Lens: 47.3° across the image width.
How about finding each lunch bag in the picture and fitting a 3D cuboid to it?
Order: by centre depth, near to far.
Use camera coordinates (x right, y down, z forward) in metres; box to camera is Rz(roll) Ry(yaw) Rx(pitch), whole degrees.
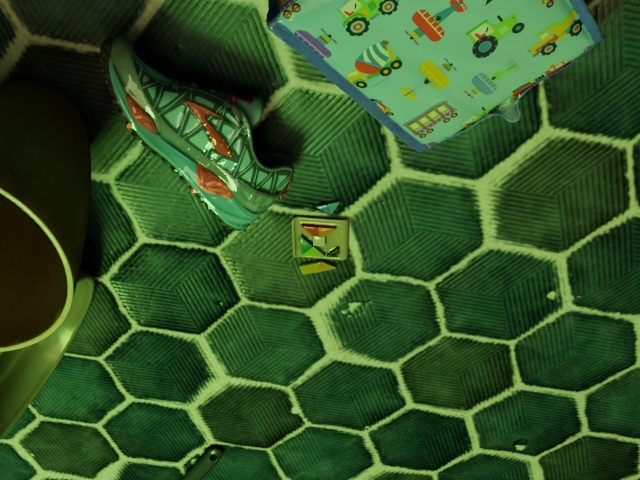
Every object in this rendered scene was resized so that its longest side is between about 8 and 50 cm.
[{"bbox_3d":[0.123,-0.209,0.702,0.221,0.138,0.293,-33,130,24],"label":"lunch bag"}]

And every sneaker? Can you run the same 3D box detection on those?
[{"bbox_3d":[-0.126,-0.136,0.805,0.125,0.104,0.262,-36,125,9],"label":"sneaker"}]

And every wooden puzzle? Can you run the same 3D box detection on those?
[{"bbox_3d":[0.000,0.000,0.944,0.078,0.014,0.116,-4,129,7],"label":"wooden puzzle"}]

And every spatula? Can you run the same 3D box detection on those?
[{"bbox_3d":[-0.259,0.453,1.328,0.084,0.030,0.296,30,125,-21],"label":"spatula"}]

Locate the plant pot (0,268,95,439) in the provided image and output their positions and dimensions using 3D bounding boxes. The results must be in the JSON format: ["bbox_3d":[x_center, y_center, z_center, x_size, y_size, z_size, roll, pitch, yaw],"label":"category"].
[{"bbox_3d":[-0.491,0.103,0.906,0.280,0.323,0.323,34,126,-1],"label":"plant pot"}]

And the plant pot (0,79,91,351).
[{"bbox_3d":[-0.338,-0.058,0.762,0.237,0.254,0.237,2,130,3],"label":"plant pot"}]
